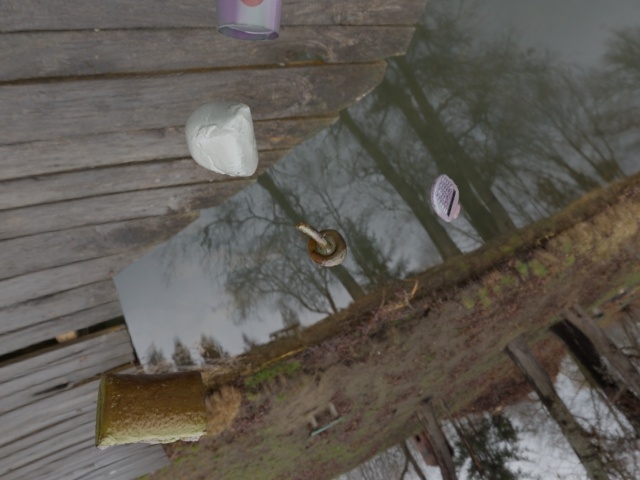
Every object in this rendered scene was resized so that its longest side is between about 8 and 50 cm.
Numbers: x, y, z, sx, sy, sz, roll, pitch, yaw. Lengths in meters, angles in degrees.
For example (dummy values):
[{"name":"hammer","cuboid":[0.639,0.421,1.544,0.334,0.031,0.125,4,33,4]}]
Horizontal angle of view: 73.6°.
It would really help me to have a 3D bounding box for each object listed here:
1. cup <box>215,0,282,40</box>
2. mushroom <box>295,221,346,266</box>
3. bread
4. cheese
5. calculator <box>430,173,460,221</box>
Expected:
[{"name":"cup","cuboid":[-0.148,-0.592,0.903,0.202,0.203,0.289,-6,106,-38]},{"name":"mushroom","cuboid":[-0.002,0.002,0.948,0.088,0.129,0.073,-53,-172,-12]},{"name":"bread","cuboid":[-0.293,0.293,0.744,0.172,0.132,0.103,7,135,-30]},{"name":"cheese","cuboid":[-0.255,-0.268,1.104,0.188,0.155,0.198,6,137,7]},{"name":"calculator","cuboid":[0.316,-0.104,1.077,0.024,0.103,0.166,8,162,39]}]
